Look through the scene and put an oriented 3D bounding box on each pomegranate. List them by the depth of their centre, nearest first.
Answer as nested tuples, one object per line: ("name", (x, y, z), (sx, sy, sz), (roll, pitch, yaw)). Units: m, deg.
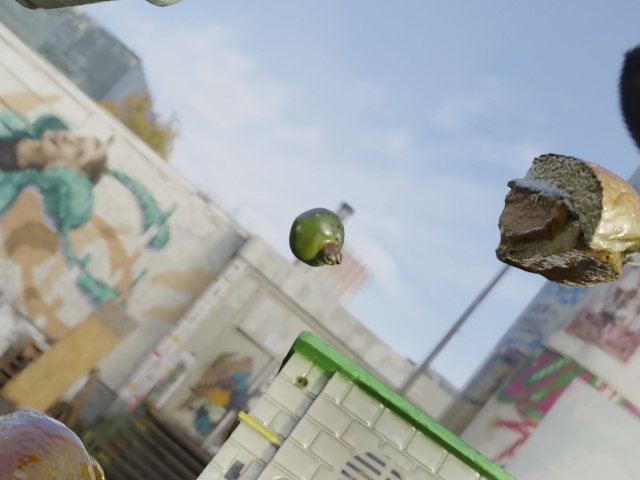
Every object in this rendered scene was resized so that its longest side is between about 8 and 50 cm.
("pomegranate", (0.002, -0.004, 1.465), (0.084, 0.073, 0.073), (7, -32, 46))

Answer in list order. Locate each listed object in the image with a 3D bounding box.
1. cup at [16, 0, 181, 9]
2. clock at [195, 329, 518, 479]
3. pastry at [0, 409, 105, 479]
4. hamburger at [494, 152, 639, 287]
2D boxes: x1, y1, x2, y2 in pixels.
("cup", (-0.166, -0.223, 0.913), (0.141, 0.120, 0.120), (-11, -39, 26))
("clock", (-0.004, 0.234, 0.896), (0.219, 0.255, 0.106), (36, -35, 6))
("pastry", (-0.390, 0.341, 1.358), (0.164, 0.356, 0.356), (41, -10, 1))
("hamburger", (0.301, -0.025, 1.323), (0.155, 0.135, 0.207), (16, -10, -12))
